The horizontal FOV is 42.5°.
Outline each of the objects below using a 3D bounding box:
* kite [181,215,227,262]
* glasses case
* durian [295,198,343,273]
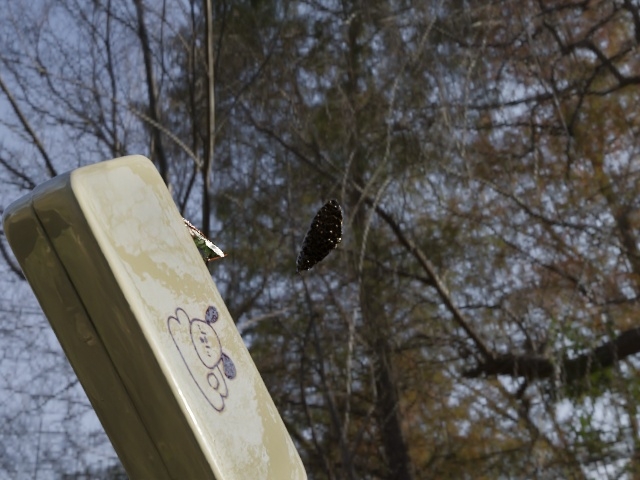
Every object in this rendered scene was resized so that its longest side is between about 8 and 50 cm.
[{"bbox_3d":[-0.227,0.021,1.202,0.014,0.184,0.241,12,17,41],"label":"kite"},{"bbox_3d":[-0.116,0.092,0.627,0.070,0.313,0.131,-24,5,19],"label":"glasses case"},{"bbox_3d":[-0.009,-0.004,1.228,0.052,0.066,0.130,20,-80,-31],"label":"durian"}]
